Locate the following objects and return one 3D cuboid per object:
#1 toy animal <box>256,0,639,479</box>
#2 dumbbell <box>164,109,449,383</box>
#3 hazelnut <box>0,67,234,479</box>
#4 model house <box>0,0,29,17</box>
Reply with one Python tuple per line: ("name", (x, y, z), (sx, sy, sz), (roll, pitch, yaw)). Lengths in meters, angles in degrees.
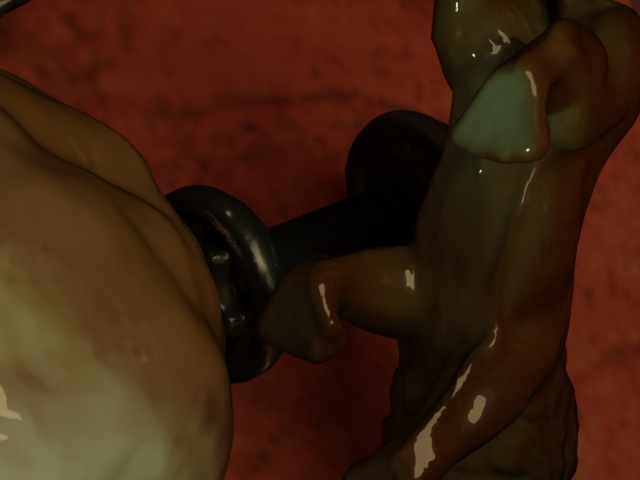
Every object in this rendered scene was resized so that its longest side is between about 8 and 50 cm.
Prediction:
("toy animal", (0.063, 0.000, 0.737), (0.157, 0.097, 0.312), (-7, 114, -55))
("dumbbell", (0.000, 0.000, 0.791), (0.254, 0.081, 0.082), (-21, 80, -38))
("hazelnut", (-0.146, 0.053, 0.594), (0.261, 0.261, 0.241), (-39, 122, -40))
("model house", (-0.189, -0.223, 0.723), (0.237, 0.202, 0.237), (41, 85, 19))
